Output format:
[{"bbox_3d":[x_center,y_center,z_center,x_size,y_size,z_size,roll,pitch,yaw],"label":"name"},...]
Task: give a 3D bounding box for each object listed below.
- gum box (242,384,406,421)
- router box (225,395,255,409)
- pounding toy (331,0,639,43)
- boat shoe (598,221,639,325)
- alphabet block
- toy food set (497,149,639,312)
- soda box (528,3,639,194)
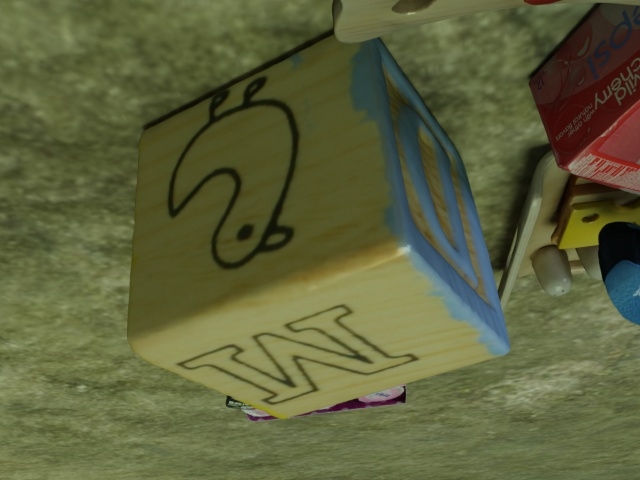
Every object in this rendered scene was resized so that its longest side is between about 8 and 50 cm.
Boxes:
[{"bbox_3d":[-0.003,0.136,0.806,0.188,0.107,0.062,-8,148,3],"label":"gum box"},{"bbox_3d":[-0.073,0.098,0.720,0.038,0.122,0.092,5,146,-8],"label":"router box"},{"bbox_3d":[0.121,-0.198,0.336,0.269,0.155,0.154,-8,177,20],"label":"pounding toy"},{"bbox_3d":[0.347,0.039,0.589,0.258,0.089,0.109,24,127,-22],"label":"boat shoe"},{"bbox_3d":[0.000,0.000,0.518,0.197,0.192,0.193,-22,142,22],"label":"alphabet block"},{"bbox_3d":[0.325,-0.001,0.656,0.306,0.092,0.220,-7,148,1],"label":"toy food set"},{"bbox_3d":[0.245,-0.142,0.419,0.083,0.092,0.263,10,144,-23],"label":"soda box"}]
